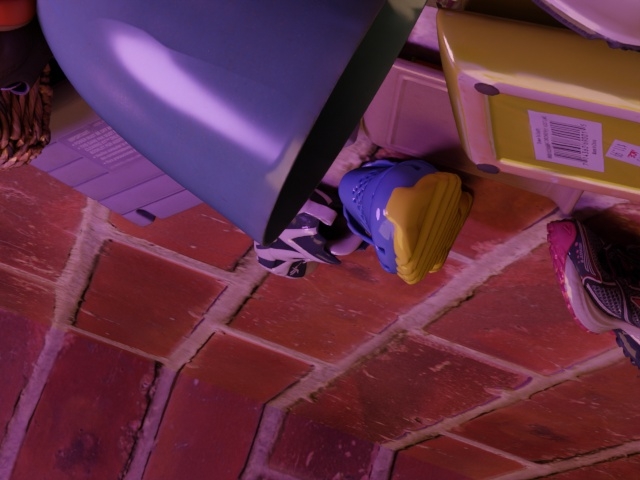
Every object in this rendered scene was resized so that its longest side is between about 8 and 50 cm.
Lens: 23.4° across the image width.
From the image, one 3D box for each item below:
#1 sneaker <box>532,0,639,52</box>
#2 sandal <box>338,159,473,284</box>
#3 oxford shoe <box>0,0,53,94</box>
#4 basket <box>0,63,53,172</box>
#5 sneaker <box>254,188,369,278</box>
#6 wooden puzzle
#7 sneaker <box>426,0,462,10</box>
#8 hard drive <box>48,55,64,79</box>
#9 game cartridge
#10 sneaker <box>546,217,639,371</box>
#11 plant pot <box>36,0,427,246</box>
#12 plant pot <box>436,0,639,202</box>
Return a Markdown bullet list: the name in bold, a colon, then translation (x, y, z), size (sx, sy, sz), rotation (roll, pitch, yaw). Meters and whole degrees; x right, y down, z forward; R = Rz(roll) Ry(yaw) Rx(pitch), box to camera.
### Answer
- **sneaker**: translation (0.088, -0.323, 0.824), size (0.447, 0.169, 0.257), rotation (34, 133, -3)
- **sandal**: translation (0.077, -0.032, 1.648), size (0.138, 0.126, 0.317), rotation (27, 179, 8)
- **oxford shoe**: translation (-0.249, -0.175, 1.232), size (0.097, 0.098, 0.271), rotation (16, -162, 6)
- **basket**: translation (-0.446, -0.160, 1.562), size (0.299, 0.213, 0.223), rotation (9, -170, 39)
- **sneaker**: translation (0.000, 0.000, 1.938), size (0.153, 0.094, 0.235), rotation (21, 155, 23)
- **wooden puzzle**: translation (0.157, -0.114, 1.521), size (0.239, 0.044, 0.221), rotation (22, 164, 5)
- **sneaker**: translation (0.118, -0.182, 1.285), size (0.098, 0.069, 0.038), rotation (8, 160, 31)
- **hard drive**: translation (-0.380, -0.180, 1.830), size (0.237, 0.064, 0.339), rotation (31, 160, -35)
- **game cartridge**: translation (-0.161, -0.127, 1.662), size (0.355, 0.068, 0.230), rotation (-19, 138, 41)
- **sneaker**: translation (0.357, 0.052, 1.738), size (0.112, 0.120, 0.299), rotation (-30, 135, 29)
- **plant pot**: translation (-0.066, -0.180, 1.154), size (0.235, 0.293, 0.293), rotation (32, 164, 4)
- **plant pot**: translation (0.198, -0.154, 1.059), size (0.227, 0.207, 0.228), rotation (14, 163, 14)
